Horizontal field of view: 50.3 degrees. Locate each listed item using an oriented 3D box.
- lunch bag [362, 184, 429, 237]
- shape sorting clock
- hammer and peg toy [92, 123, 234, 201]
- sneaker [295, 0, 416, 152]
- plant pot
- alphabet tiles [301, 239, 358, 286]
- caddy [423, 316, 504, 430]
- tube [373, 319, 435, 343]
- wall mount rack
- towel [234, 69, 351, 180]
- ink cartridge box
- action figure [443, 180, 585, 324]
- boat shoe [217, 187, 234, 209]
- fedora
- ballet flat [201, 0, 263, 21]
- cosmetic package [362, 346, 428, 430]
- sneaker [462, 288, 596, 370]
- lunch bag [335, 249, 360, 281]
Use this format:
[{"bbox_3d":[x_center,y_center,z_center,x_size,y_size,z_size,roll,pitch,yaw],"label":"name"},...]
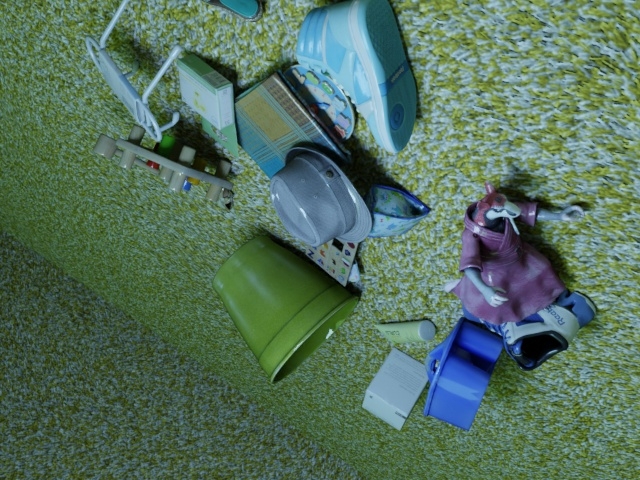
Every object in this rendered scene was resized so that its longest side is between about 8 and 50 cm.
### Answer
[{"bbox_3d":[0.166,-0.062,1.625,0.151,0.096,0.129,13,155,-16],"label":"lunch bag"},{"bbox_3d":[-0.010,-0.303,1.532,0.206,0.040,0.206,27,149,18],"label":"shape sorting clock"},{"bbox_3d":[-0.445,-0.235,1.938,0.361,0.127,0.266,24,-176,25],"label":"hammer and peg toy"},{"bbox_3d":[0.064,-0.323,1.342,0.208,0.127,0.319,10,131,37],"label":"sneaker"},{"bbox_3d":[-0.134,0.183,2.087,0.353,0.366,0.366,44,152,13],"label":"plant pot"},{"bbox_3d":[0.000,0.000,1.923,0.237,0.009,0.198,39,145,20],"label":"alphabet tiles"},{"bbox_3d":[0.367,0.357,1.845,0.179,0.241,0.341,21,147,16],"label":"caddy"},{"bbox_3d":[0.252,0.278,2.046,0.240,0.062,0.070,-19,78,62],"label":"tube"},{"bbox_3d":[-0.456,-0.435,1.711,0.350,0.130,0.304,51,157,14],"label":"wall mount rack"},{"bbox_3d":[-0.098,-0.256,1.660,0.271,0.040,0.370,47,155,-16],"label":"towel"},{"bbox_3d":[-0.281,-0.327,1.716,0.171,0.056,0.235,40,146,30],"label":"ink cartridge box"},{"bbox_3d":[0.382,0.006,1.438,0.276,0.248,0.370,46,167,52],"label":"action figure"},{"bbox_3d":[-0.286,-0.135,2.073,0.045,0.050,0.135,30,160,8],"label":"boat shoe"},{"bbox_3d":[-0.022,-0.082,1.583,0.275,0.124,0.244,55,153,0],"label":"fedora"},{"bbox_3d":[-0.207,-0.514,1.428,0.206,0.073,0.067,36,-173,7],"label":"ballet flat"},{"bbox_3d":[0.248,0.480,2.201,0.151,0.183,0.151,30,150,16],"label":"cosmetic package"},{"bbox_3d":[0.449,0.194,1.577,0.316,0.182,0.127,3,134,46],"label":"sneaker"},{"bbox_3d":[0.080,0.075,1.954,0.083,0.053,0.071,27,148,39],"label":"lunch bag"}]
